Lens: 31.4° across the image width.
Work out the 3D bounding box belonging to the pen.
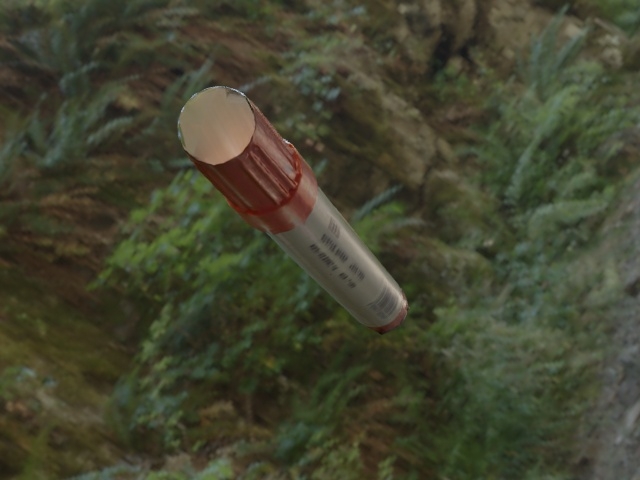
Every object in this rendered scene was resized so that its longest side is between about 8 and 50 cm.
[{"bbox_3d":[0.000,0.000,0.426,0.028,0.028,0.239,-56,-21,-5],"label":"pen"}]
